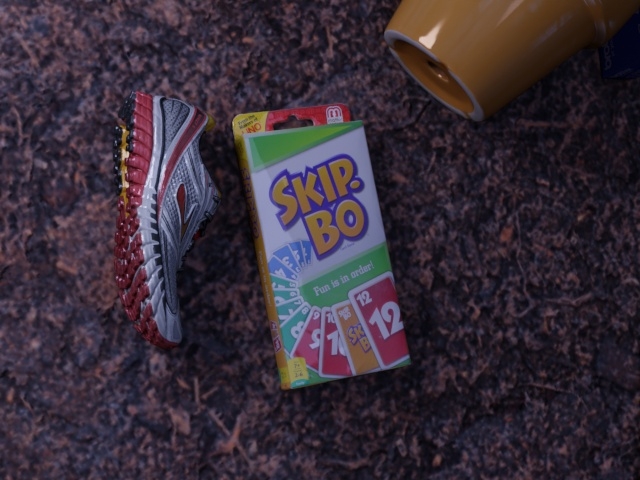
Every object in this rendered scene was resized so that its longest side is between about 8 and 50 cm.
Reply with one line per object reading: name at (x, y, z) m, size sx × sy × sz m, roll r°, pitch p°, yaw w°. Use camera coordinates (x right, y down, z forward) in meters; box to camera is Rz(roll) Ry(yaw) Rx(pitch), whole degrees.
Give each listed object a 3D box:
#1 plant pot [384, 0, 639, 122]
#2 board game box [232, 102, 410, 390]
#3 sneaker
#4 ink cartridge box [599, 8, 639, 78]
plant pot at (0.167, -0.223, 1.222) m, size 0.205 × 0.205 × 0.188 m, roll 43°, pitch 84°, yaw -10°
board game box at (0.000, 0.000, 1.197) m, size 0.124 × 0.039 × 0.260 m, roll -9°, pitch 82°, yaw -23°
sneaker at (-0.127, -0.019, 1.120) m, size 0.092 × 0.088 × 0.225 m, roll 4°, pitch 80°, yaw -22°
ink cartridge box at (0.324, -0.280, 1.334) m, size 0.046 × 0.097 × 0.207 m, roll -2°, pitch 82°, yaw -22°
